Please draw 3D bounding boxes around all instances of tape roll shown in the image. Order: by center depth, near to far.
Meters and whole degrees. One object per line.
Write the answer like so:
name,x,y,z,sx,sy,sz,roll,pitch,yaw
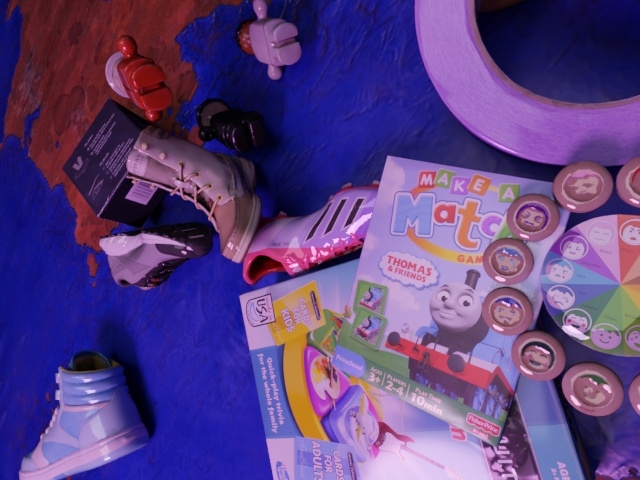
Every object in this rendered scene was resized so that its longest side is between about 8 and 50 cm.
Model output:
tape roll,0.221,-0.198,0.323,0.274,0.090,0.275,5,102,22

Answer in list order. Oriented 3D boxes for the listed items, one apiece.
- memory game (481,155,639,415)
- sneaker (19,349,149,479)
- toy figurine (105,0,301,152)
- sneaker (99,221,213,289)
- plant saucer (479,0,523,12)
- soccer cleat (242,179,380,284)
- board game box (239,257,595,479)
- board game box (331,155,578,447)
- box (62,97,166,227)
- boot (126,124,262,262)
memory game,0.207,0.032,0.277,0.186,0.012,0.187,-2,86,29
sneaker,-0.472,0.332,0.779,0.318,0.127,0.209,-25,77,20
toy figurine,-0.153,-0.245,0.542,0.148,0.212,0.210,37,105,46
sneaker,-0.270,0.028,0.681,0.271,0.100,0.108,-7,94,39
plant saucer,0.169,-0.334,0.387,0.199,0.037,0.200,6,109,16
soccer cleat,0.000,0.000,0.494,0.247,0.083,0.095,-11,54,37
board game box,0.073,0.145,0.453,0.335,0.079,0.254,-20,78,31
board game box,0.109,0.042,0.362,0.160,0.039,0.212,17,94,31
box,-0.345,-0.135,0.713,0.158,0.093,0.156,42,98,26
boot,-0.164,-0.067,0.520,0.077,0.164,0.213,-54,31,28
